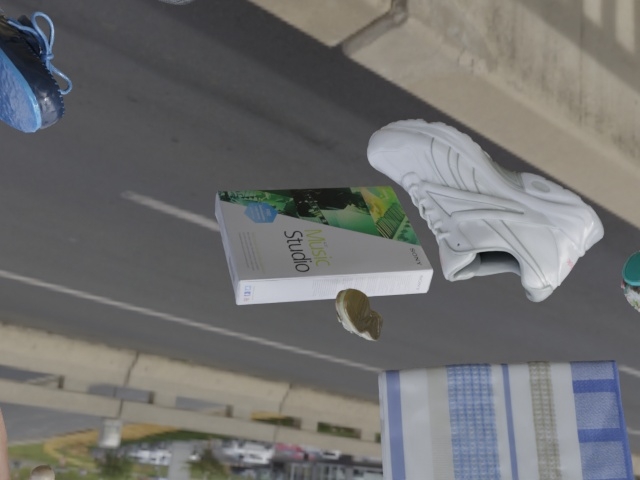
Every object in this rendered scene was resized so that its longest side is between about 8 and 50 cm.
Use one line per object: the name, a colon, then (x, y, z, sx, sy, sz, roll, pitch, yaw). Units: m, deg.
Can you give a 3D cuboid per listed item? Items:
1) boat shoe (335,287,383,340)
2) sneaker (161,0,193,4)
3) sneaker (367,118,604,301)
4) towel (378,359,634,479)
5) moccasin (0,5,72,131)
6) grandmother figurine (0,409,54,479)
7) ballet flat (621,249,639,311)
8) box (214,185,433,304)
boat shoe: (0.048, 0.108, 1.229, 0.048, 0.056, 0.153, 9, 165, 25)
sneaker: (-0.121, -0.178, 0.372, 0.051, 0.170, 0.089, -37, 172, 24)
sneaker: (0.124, -0.026, 0.756, 0.232, 0.115, 0.090, 30, 170, 28)
towel: (0.206, 0.242, 0.946, 0.285, 0.209, 0.034, -3, 166, -4)
moccasin: (-0.418, -0.264, 1.135, 0.117, 0.342, 0.137, -22, 139, -32)
grandmother figurine: (-0.396, 0.322, 0.975, 0.208, 0.342, 0.104, -24, 171, 28)
ballet flat: (0.357, 0.029, 0.673, 0.077, 0.091, 0.241, 48, 152, -19)
box: (0.000, 0.000, 1.403, 0.322, 0.232, 0.058, -2, 131, -17)
